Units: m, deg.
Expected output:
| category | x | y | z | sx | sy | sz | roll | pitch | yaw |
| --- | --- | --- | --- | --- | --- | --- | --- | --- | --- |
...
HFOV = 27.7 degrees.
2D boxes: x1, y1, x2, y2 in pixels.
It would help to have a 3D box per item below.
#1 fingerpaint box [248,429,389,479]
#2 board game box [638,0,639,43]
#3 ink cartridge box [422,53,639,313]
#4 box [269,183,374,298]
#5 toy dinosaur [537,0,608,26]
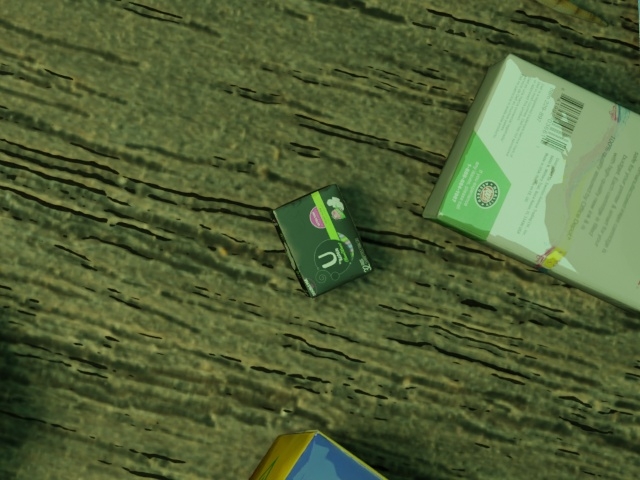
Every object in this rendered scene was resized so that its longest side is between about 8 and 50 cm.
| category | x | y | z | sx | sy | sz | roll | pitch | yaw |
| --- | --- | --- | --- | --- | --- | --- | --- | --- | --- |
| fingerpaint box | 0.059 | 0.429 | 1.046 | 0.445 | 0.163 | 0.371 | 37 | 75 | -5 |
| board game box | 0.343 | -0.211 | 1.176 | 0.133 | 0.033 | 0.169 | -4 | 95 | -11 |
| ink cartridge box | 0.218 | -0.046 | 1.131 | 0.212 | 0.093 | 0.154 | 24 | 88 | -4 |
| box | 0.000 | 0.000 | 1.128 | 0.062 | 0.052 | 0.083 | -25 | 94 | -6 |
| toy dinosaur | 0.162 | -0.255 | 1.140 | 0.112 | 0.064 | 0.211 | -32 | 93 | -6 |
